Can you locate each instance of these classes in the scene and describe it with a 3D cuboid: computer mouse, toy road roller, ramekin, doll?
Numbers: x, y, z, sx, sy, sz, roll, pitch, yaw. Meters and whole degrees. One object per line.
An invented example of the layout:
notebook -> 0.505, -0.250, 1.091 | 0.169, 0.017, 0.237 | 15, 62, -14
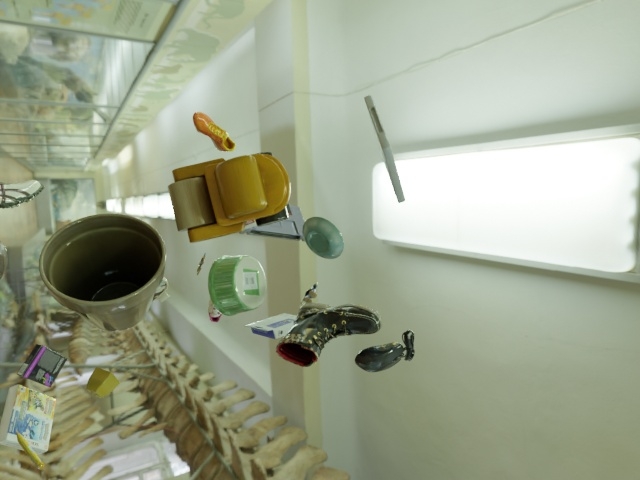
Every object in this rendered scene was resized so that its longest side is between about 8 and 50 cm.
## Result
computer mouse -> 0.281, 0.488, 1.802 | 0.072, 0.272, 0.188 | -114, -168, -52
toy road roller -> -0.242, -0.123, 1.121 | 0.240, 0.329, 0.203 | -170, -114, -88
ramekin -> -0.401, 0.216, 2.130 | 0.148, 0.303, 0.303 | -11, -96, 26
doll -> -0.052, 0.263, 2.086 | 0.129, 0.046, 0.189 | -53, -178, 3

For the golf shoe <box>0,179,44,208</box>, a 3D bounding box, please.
golf shoe -> -0.943, -0.139, 1.238 | 0.105, 0.273, 0.120 | -4, -66, 30

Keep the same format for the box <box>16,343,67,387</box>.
box -> -1.022, 0.464, 1.581 | 0.162, 0.029, 0.116 | 78, 27, -56

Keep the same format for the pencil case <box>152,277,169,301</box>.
pencil case -> -0.763, 0.091, 1.740 | 0.410, 0.160, 0.183 | 44, -17, 37

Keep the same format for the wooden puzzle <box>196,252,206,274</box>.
wooden puzzle -> -0.625, 0.120, 2.237 | 0.078, 0.014, 0.116 | -52, -155, 27

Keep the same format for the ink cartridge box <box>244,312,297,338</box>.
ink cartridge box -> -0.237, 0.461, 2.290 | 0.165, 0.332, 0.065 | 5, -85, 35

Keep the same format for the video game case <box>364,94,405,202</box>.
video game case -> 0.254, -0.354, 1.683 | 0.329, 0.036, 0.300 | 57, 18, -53

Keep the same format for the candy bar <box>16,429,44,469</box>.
candy bar -> -0.959, 0.690, 1.409 | 0.161, 0.018, 0.040 | 36, -53, 19

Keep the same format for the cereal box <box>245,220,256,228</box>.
cereal box -> -0.369, -0.142, 1.679 | 0.047, 0.173, 0.240 | -80, 150, -62

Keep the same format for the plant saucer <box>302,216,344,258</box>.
plant saucer -> 0.000, 0.000, 1.689 | 0.195, 0.037, 0.195 | 21, -49, 25

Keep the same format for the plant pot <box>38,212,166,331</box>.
plant pot -> -0.627, 0.127, 1.296 | 0.280, 0.323, 0.323 | 107, -35, -48

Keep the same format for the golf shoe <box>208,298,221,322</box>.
golf shoe -> -0.560, 0.341, 2.359 | 0.306, 0.115, 0.140 | 112, -18, -50

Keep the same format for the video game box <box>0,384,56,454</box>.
video game box -> -1.081, 0.664, 1.586 | 0.187, 0.048, 0.205 | 66, 4, -50

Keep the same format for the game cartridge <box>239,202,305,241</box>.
game cartridge -> -0.242, -0.109, 2.101 | 0.068, 0.355, 0.230 | -55, -140, 40

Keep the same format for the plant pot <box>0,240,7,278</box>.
plant pot -> -1.072, 0.108, 1.226 | 0.229, 0.263, 0.263 | 54, -42, 49

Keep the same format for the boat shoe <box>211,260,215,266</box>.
boat shoe -> -0.551, 0.174, 2.250 | 0.050, 0.045, 0.135 | -30, -127, 52

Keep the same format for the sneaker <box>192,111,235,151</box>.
sneaker -> -0.325, -0.339, 1.325 | 0.067, 0.175, 0.064 | 6, -109, 31

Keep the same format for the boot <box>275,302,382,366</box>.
boot -> 0.030, 0.369, 1.686 | 0.377, 0.284, 0.138 | 4, -63, 25

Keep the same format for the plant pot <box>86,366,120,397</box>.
plant pot -> -0.843, 0.552, 1.647 | 0.081, 0.083, 0.081 | 10, -45, 19
